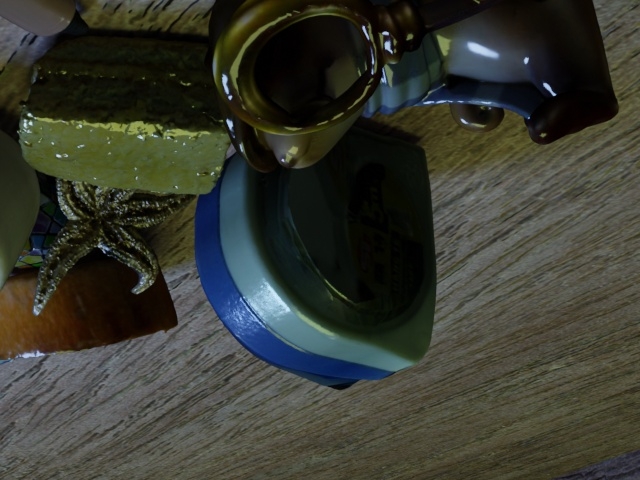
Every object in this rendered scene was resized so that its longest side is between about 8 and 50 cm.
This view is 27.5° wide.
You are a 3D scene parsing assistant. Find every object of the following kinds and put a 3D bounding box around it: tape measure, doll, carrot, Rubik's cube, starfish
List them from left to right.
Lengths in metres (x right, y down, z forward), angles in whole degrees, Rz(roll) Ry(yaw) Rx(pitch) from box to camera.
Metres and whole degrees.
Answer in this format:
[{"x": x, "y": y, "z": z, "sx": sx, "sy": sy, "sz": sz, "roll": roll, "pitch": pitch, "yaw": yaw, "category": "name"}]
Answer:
[{"x": -0.313, "y": -0.021, "z": 1.410, "sx": 0.111, "sy": 0.111, "sz": 0.093, "roll": -28, "pitch": 174, "yaw": 43, "category": "Rubik's cube"}, {"x": -0.305, "y": 0.080, "z": 1.560, "sx": 0.259, "sy": 0.100, "sz": 0.307, "roll": -7, "pitch": 178, "yaw": -12, "category": "carrot"}, {"x": -0.232, "y": -0.022, "z": 1.374, "sx": 0.238, "sy": 0.057, "sz": 0.213, "roll": -41, "pitch": 130, "yaw": -3, "category": "starfish"}, {"x": 0.002, "y": 0.000, "z": 1.347, "sx": 0.262, "sy": 0.259, "sz": 0.138, "roll": 21, "pitch": 145, "yaw": -40, "category": "tape measure"}, {"x": 0.074, "y": -0.150, "z": 1.051, "sx": 0.340, "sy": 0.209, "sz": 0.318, "roll": -5, "pitch": 155, "yaw": 2, "category": "doll"}]

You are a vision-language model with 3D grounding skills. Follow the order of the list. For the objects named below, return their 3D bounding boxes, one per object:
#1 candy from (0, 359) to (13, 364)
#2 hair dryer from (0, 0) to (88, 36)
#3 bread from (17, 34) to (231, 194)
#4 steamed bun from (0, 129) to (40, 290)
[{"x": -0.481, "y": 0.147, "z": 1.811, "sx": 0.275, "sy": 0.070, "sz": 0.145, "roll": -18, "pitch": 162, "yaw": 17, "category": "candy"}, {"x": -0.258, "y": -0.221, "z": 0.971, "sx": 0.189, "sy": 0.106, "sz": 0.344, "roll": -14, "pitch": 166, "yaw": 20, "category": "hair dryer"}, {"x": -0.178, "y": -0.117, "z": 1.205, "sx": 0.196, "sy": 0.102, "sz": 0.138, "roll": 2, "pitch": 154, "yaw": -13, "category": "bread"}, {"x": -0.391, "y": -0.008, "z": 1.292, "sx": 0.242, "sy": 0.146, "sz": 0.164, "roll": -18, "pitch": 124, "yaw": 25, "category": "steamed bun"}]
